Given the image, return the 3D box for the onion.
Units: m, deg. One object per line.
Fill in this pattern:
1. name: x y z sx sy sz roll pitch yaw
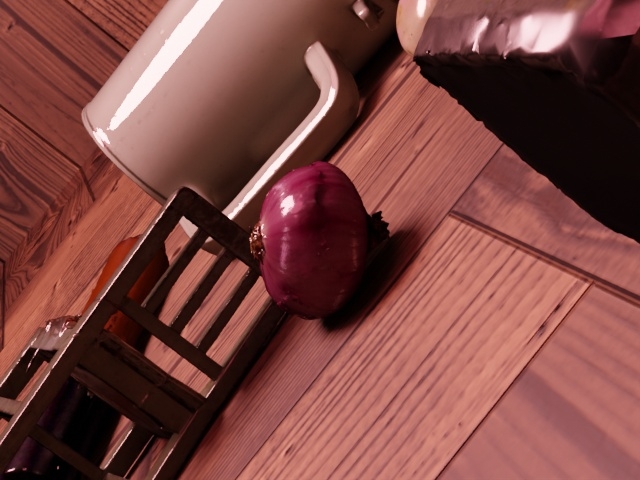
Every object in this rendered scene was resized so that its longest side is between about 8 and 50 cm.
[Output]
1. onion: 0.000 0.000 1.017 0.104 0.115 0.115 -9 6 -17

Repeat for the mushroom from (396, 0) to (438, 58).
1. mushroom: 0.102 -0.188 1.185 0.083 0.067 0.083 177 90 -74

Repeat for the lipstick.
1. lipstick: -0.225 0.118 1.398 0.077 0.077 0.418 -42 17 29

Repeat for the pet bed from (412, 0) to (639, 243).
1. pet bed: 0.162 -0.094 0.592 0.159 0.183 0.211 -54 16 -2

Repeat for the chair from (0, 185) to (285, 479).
1. chair: -0.157 0.104 1.125 0.270 0.136 0.147 -58 18 -16

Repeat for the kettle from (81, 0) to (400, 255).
1. kettle: -0.060 -0.169 1.432 0.318 0.265 0.205 -47 -16 14
